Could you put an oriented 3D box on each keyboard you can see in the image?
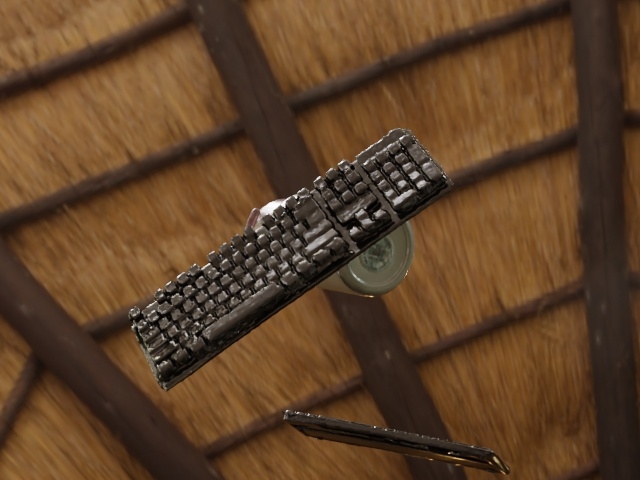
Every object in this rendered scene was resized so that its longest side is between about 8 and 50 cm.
[{"bbox_3d":[-0.023,0.008,0.813,0.231,0.023,0.072,-35,-136,1],"label":"keyboard"},{"bbox_3d":[0.081,0.221,1.367,0.250,0.087,0.017,6,-110,26],"label":"keyboard"}]

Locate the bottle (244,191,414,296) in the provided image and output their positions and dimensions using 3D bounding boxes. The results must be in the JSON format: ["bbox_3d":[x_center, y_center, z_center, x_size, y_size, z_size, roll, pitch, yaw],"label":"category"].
[{"bbox_3d":[0.000,0.000,1.423,0.110,0.110,0.233,-49,-154,-20],"label":"bottle"}]
